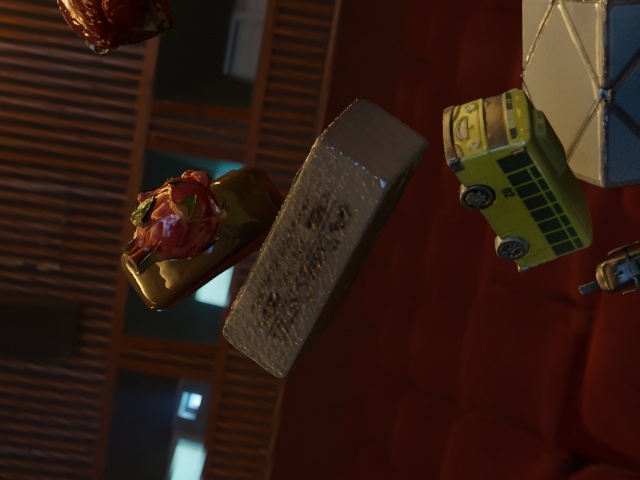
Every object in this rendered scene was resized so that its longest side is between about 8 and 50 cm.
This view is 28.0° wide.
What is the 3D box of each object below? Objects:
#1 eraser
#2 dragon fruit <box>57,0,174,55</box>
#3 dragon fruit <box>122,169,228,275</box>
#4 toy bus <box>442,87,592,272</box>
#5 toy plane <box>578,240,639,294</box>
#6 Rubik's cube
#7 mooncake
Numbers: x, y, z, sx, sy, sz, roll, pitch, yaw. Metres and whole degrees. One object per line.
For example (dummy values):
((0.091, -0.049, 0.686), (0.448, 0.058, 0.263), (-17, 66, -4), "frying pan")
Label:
((0.000, 0.000, 1.584), (0.077, 0.111, 0.353), (-21, -37, -60), "eraser")
((-0.247, -0.291, 1.402), (0.161, 0.120, 0.127), (60, -175, -53), "dragon fruit")
((-0.146, -0.015, 1.255), (0.116, 0.081, 0.086), (-40, -21, -27), "dragon fruit")
((0.191, -0.060, 1.236), (0.175, 0.101, 0.088), (51, -150, -40), "toy bus")
((0.450, 0.023, 1.675), (0.096, 0.235, 0.060), (32, -143, -77), "toy plane")
((0.353, -0.181, 1.418), (0.207, 0.204, 0.205), (-136, 41, -69), "Rubik's cube")
((-0.154, -0.011, 1.702), (0.234, 0.117, 0.235), (-34, -5, -3), "mooncake")
